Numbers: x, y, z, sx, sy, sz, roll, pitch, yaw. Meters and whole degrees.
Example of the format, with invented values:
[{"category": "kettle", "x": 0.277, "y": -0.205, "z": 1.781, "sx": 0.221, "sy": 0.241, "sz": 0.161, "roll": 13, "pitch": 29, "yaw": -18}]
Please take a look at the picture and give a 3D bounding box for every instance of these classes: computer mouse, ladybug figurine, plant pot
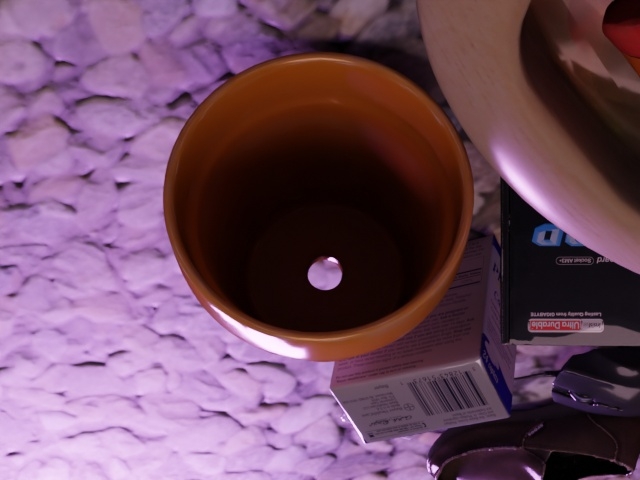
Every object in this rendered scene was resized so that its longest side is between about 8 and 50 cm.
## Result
[{"category": "computer mouse", "x": 0.190, "y": 0.127, "z": 1.442, "sx": 0.242, "sy": 0.041, "sz": 0.071, "roll": -1, "pitch": 147, "yaw": 1}, {"category": "ladybug figurine", "x": 0.230, "y": -0.133, "z": 0.968, "sx": 0.305, "sy": 0.162, "sz": 0.449, "roll": -23, "pitch": 131, "yaw": 24}, {"category": "plant pot", "x": 0.000, "y": 0.000, "z": 1.187, "sx": 0.205, "sy": 0.205, "sz": 0.188, "roll": 3, "pitch": 160, "yaw": 2}]

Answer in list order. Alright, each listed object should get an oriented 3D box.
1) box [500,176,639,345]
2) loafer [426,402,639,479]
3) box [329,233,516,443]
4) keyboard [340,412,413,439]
[{"category": "box", "x": 0.233, "y": -0.016, "z": 1.155, "sx": 0.220, "sy": 0.175, "sz": 0.051, "roll": 1, "pitch": -171, "yaw": 5}, {"category": "loafer", "x": 0.191, "y": 0.197, "z": 1.522, "sx": 0.220, "sy": 0.078, "sz": 0.080, "roll": -21, "pitch": 137, "yaw": 31}, {"category": "box", "x": 0.085, "y": 0.077, "z": 1.309, "sx": 0.126, "sy": 0.137, "sz": 0.072, "roll": -13, "pitch": 129, "yaw": 23}, {"category": "keyboard", "x": 0.098, "y": 0.108, "z": 1.468, "sx": 0.072, "sy": 0.014, "sz": 0.256, "roll": 20, "pitch": 141, "yaw": -12}]
